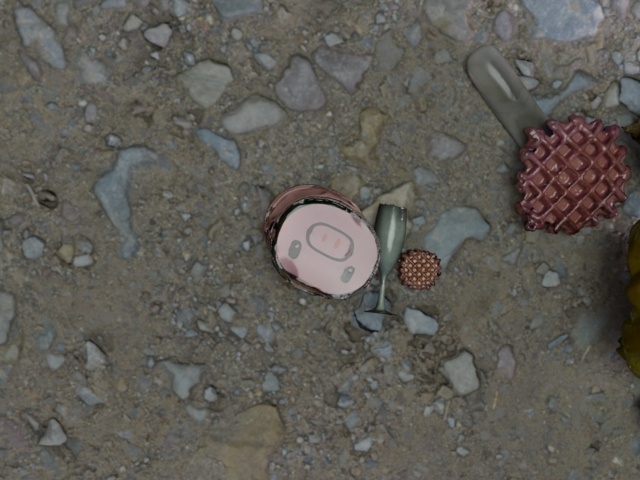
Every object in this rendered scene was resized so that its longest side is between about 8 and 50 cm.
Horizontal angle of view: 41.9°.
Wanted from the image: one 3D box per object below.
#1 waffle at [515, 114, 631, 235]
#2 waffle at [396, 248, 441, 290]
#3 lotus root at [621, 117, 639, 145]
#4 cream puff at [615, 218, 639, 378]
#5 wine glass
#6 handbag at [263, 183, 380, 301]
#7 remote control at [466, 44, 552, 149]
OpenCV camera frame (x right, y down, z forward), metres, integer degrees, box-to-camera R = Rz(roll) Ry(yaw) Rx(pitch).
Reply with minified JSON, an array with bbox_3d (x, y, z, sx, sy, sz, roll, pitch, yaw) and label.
[{"bbox_3d":[0.459,-0.116,1.509,0.235,0.055,0.221,-3,102,-16],"label":"waffle"},{"bbox_3d":[0.177,0.052,1.517,0.083,0.029,0.075,5,90,-2],"label":"waffle"},{"bbox_3d":[0.693,-0.136,1.488,0.314,0.141,0.169,38,60,-4],"label":"lotus root"},{"bbox_3d":[0.655,0.121,1.433,0.275,0.270,0.323,2,95,10],"label":"cream puff"},{"bbox_3d":[0.120,0.034,1.491,0.066,0.066,0.197,8,89,-6],"label":"wine glass"},{"bbox_3d":[0.000,0.000,1.451,0.205,0.116,0.179,26,93,-9],"label":"handbag"},{"bbox_3d":[0.348,-0.252,1.504,0.073,0.044,0.229,-38,98,-5],"label":"remote control"}]
